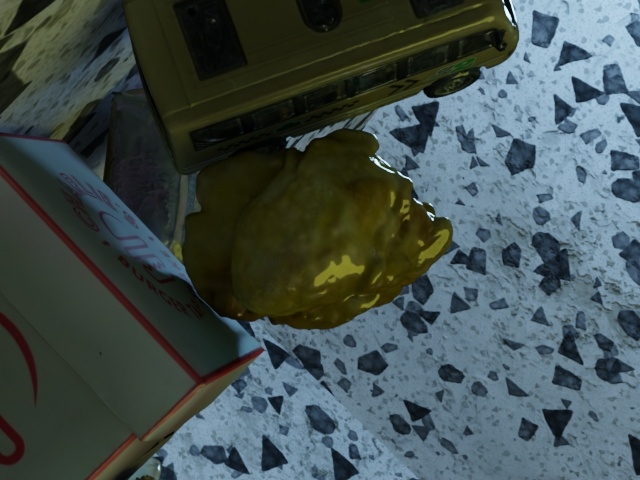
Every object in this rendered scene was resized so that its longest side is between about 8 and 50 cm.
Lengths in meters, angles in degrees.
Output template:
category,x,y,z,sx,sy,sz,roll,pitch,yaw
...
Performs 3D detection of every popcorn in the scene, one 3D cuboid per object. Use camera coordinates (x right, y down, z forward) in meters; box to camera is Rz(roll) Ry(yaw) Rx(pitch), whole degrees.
category,x,y,z,sx,sy,sz,roll,pitch,yaw
popcorn,-0.003,-0.002,1.578,0.254,0.191,0.190,-25,-147,-3

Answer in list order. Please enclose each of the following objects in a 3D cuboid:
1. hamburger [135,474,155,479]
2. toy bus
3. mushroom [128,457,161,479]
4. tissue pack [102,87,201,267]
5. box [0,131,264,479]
category,x,y,z,sx,sy,sz,roll,pitch,yaw
hamburger,-0.171,0.306,1.536,0.135,0.155,0.208,-37,-178,-8
toy bus,0.004,-0.202,1.565,0.365,0.176,0.202,-20,169,-3
mushroom,-0.393,0.221,2.084,0.356,0.315,0.315,-8,162,-18
tissue pack,-0.179,-0.054,1.864,0.256,0.123,0.215,98,-5,-87
box,-0.281,0.106,1.549,0.300,0.312,0.314,-45,176,6
